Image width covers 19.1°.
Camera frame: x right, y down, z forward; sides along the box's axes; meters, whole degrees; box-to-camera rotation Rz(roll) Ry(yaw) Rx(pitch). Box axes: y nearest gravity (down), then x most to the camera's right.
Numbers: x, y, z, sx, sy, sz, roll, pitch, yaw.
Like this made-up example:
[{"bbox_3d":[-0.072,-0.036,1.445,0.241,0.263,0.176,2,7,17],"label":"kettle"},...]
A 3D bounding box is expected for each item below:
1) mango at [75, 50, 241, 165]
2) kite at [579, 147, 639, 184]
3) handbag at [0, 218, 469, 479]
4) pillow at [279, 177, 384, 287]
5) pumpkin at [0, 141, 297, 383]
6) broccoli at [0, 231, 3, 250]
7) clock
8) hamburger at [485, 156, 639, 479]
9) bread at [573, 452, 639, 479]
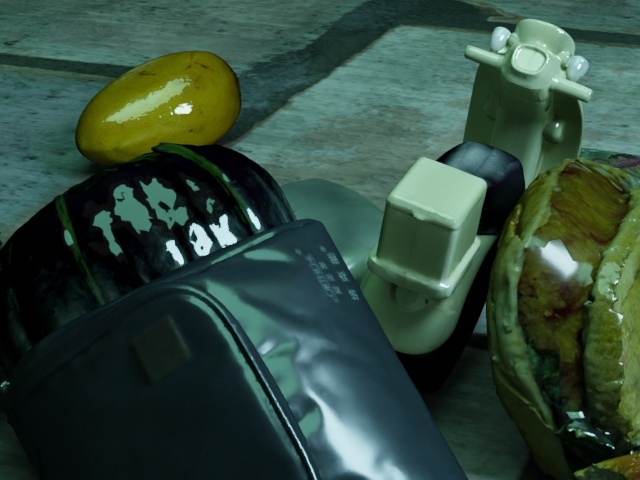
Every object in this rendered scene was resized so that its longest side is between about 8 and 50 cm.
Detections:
[{"bbox_3d":[-0.193,-0.150,2.218,0.219,0.112,0.145,-25,34,-30],"label":"mango"},{"bbox_3d":[0.279,-0.069,2.100,0.250,0.012,0.229,-11,24,-12],"label":"kite"},{"bbox_3d":[-0.059,0.147,1.326,0.275,0.178,0.302,-16,66,-28],"label":"handbag"},{"bbox_3d":[-0.001,0.000,1.900,0.144,0.078,0.254,-19,27,-21],"label":"pillow"},{"bbox_3d":[-0.140,0.077,1.583,0.296,0.295,0.296,-3,24,1],"label":"pumpkin"},{"bbox_3d":[-0.422,0.048,1.689,0.297,0.297,0.297,-32,27,1],"label":"broccoli"},{"bbox_3d":[0.147,-0.038,1.706,0.120,0.276,0.379,21,43,13],"label":"clock"},{"bbox_3d":[0.226,0.049,1.574,0.132,0.211,0.309,-7,30,32],"label":"hamburger"},{"bbox_3d":[0.321,0.184,1.418,0.380,0.109,0.185,-18,29,-26],"label":"bread"}]
